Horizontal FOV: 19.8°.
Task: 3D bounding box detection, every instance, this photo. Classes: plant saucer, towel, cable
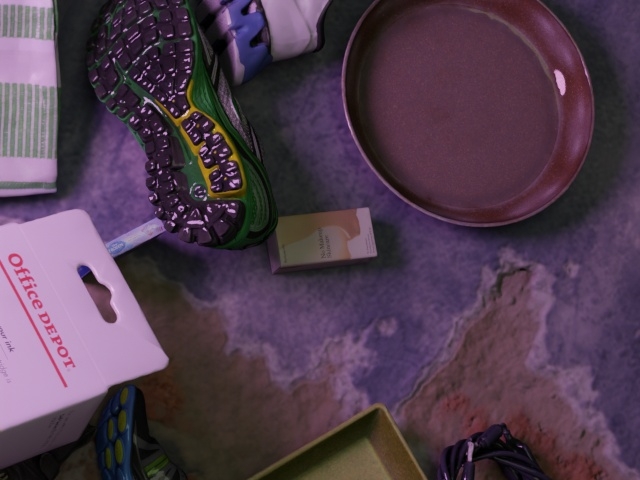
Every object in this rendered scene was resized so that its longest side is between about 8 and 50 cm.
[{"bbox_3d":[0.031,0.300,1.969,0.188,0.045,0.188,-29,87,-22],"label":"plant saucer"},{"bbox_3d":[-0.380,-0.199,1.876,0.248,0.038,0.325,-5,108,-25],"label":"towel"},{"bbox_3d":[0.202,0.297,1.999,0.150,0.047,0.184,-24,86,-43],"label":"cable"},{"bbox_3d":[0.166,-0.161,2.121,0.311,0.050,0.310,4,76,-17],"label":"plant saucer"}]

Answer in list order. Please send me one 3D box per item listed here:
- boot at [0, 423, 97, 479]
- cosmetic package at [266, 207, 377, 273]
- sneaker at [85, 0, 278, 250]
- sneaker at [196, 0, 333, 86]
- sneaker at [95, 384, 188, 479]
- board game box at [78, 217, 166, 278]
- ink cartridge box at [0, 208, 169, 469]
[{"bbox_3d":[-0.357,0.210,1.817,0.263,0.091,0.229,44,66,-43],"label":"boot"},{"bbox_3d":[0.000,0.000,2.034,0.115,0.041,0.060,-8,80,-19],"label":"cosmetic package"},{"bbox_3d":[-0.149,-0.134,1.990,0.134,0.146,0.343,-26,69,16],"label":"sneaker"},{"bbox_3d":[-0.061,-0.338,2.065,0.182,0.127,0.315,-12,88,-23],"label":"sneaker"},{"bbox_3d":[-0.182,0.244,1.916,0.078,0.067,0.188,-7,76,-40],"label":"sneaker"},{"bbox_3d":[-0.215,0.009,1.940,0.090,0.090,0.020,-28,90,-21],"label":"board game box"},{"bbox_3d":[-0.346,0.116,1.733,0.353,0.119,0.207,-18,67,-34],"label":"ink cartridge box"}]
